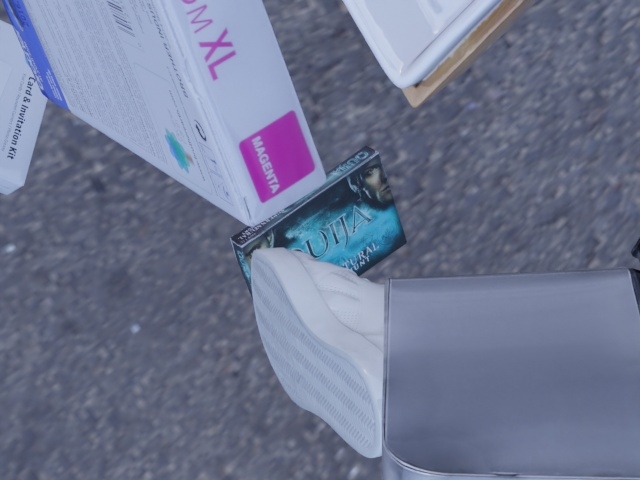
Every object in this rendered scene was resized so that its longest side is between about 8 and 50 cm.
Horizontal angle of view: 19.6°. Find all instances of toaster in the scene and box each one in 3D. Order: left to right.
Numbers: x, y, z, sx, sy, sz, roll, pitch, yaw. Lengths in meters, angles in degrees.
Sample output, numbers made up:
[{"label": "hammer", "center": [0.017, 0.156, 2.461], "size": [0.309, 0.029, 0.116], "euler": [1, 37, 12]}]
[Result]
[{"label": "toaster", "center": [0.077, 0.106, 0.661], "size": [0.110, 0.185, 0.168], "euler": [1, 117, 2]}]

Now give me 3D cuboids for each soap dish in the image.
[{"label": "soap dish", "center": [0.111, -0.317, 1.868], "size": [0.229, 0.118, 0.291], "euler": [-45, 65, 39]}]

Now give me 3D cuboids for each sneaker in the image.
[{"label": "sneaker", "center": [0.061, 0.070, 1.416], "size": [0.169, 0.292, 0.108], "euler": [-13, 115, -19]}]

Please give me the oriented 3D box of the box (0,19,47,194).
[{"label": "box", "center": [-0.334, -0.141, 1.635], "size": [0.186, 0.145, 0.038], "euler": [25, 154, -28]}]

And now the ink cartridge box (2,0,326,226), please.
[{"label": "ink cartridge box", "center": [-0.117, -0.138, 1.074], "size": [0.311, 0.065, 0.186], "euler": [28, 144, 55]}]

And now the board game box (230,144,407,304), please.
[{"label": "board game box", "center": [0.000, 0.000, 1.931], "size": [0.026, 0.186, 0.126], "euler": [31, 150, 47]}]
